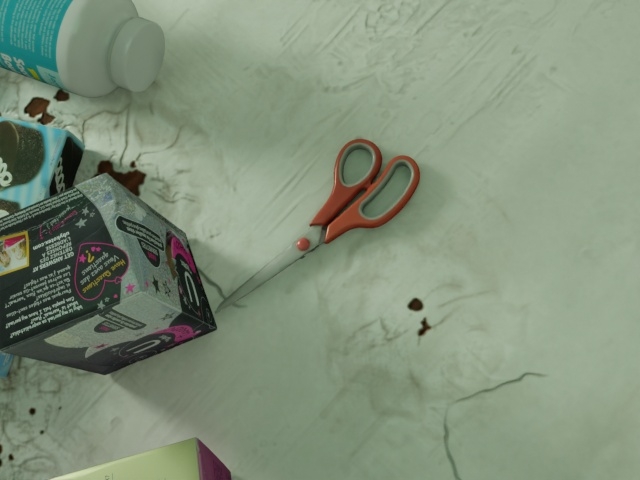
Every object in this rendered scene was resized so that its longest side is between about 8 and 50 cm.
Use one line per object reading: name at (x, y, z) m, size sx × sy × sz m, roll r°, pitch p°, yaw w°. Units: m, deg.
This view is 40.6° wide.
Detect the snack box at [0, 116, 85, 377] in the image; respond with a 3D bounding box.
snack box at (-0.444, -0.002, 1.112) m, size 0.187 × 0.060 × 0.322 m, roll 12°, pitch 78°, yaw 14°

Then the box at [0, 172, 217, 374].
box at (-0.237, 0.050, 0.961) m, size 0.163 × 0.247 × 0.142 m, roll -22°, pitch 74°, yaw 4°

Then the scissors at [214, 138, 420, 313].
scissors at (0.000, 0.000, 1.049) m, size 0.109 × 0.021 × 0.297 m, roll 38°, pitch 83°, yaw 15°

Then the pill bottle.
pill bottle at (-0.338, -0.274, 1.120) m, size 0.264 × 0.146 × 0.146 m, roll 21°, pitch 80°, yaw 16°

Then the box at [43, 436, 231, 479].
box at (-0.213, 0.356, 0.912) m, size 0.243 × 0.117 × 0.214 m, roll -17°, pitch 54°, yaw 5°
